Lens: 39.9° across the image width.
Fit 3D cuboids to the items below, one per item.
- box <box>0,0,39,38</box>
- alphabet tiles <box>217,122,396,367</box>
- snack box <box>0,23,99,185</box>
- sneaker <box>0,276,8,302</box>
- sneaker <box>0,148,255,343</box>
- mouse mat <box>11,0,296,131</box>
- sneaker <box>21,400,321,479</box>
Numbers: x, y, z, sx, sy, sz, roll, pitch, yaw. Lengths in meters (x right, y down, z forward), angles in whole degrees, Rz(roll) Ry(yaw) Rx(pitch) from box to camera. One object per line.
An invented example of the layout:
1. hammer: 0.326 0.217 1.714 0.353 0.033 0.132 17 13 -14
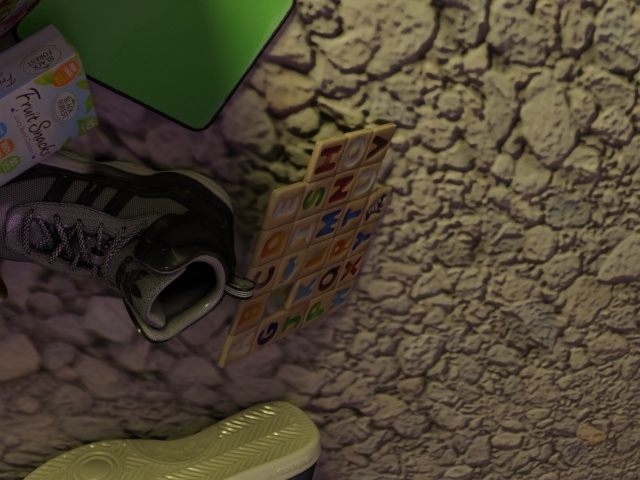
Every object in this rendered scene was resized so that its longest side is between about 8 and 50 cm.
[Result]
1. box: -0.178 -0.165 0.497 0.201 0.293 0.057 -41 110 9
2. alphabet tiles: 0.000 0.000 0.845 0.198 0.009 0.237 -21 139 -49
3. snack box: -0.238 -0.085 0.651 0.141 0.037 0.100 -37 165 -19
4. sneaker: -0.329 0.031 0.745 0.067 0.042 0.118 -43 124 5
5. sneaker: -0.182 0.004 0.721 0.269 0.153 0.101 2 124 -27
6. mouse mat: -0.128 -0.180 0.703 0.190 0.007 0.152 25 111 -37
7. sneaker: -0.163 0.297 0.976 0.350 0.131 0.148 -9 124 -20
